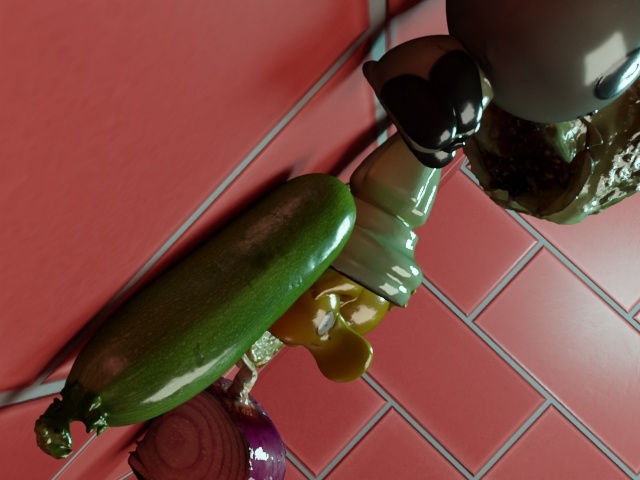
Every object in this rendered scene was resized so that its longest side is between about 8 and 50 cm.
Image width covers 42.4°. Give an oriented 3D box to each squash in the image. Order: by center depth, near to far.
[{"bbox_3d":[-0.087,0.051,0.716,0.378,0.101,0.101,-39,170,-38],"label":"squash"}]

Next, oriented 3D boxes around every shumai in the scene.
[{"bbox_3d":[0.377,-0.203,1.425,0.348,0.395,0.395,-6,144,-47],"label":"shumai"}]

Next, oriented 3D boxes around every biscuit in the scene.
[{"bbox_3d":[-0.115,0.215,1.675,0.118,0.061,0.183,-48,174,25],"label":"biscuit"}]

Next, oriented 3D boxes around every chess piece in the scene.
[{"bbox_3d":[0.102,-0.083,1.000,0.298,0.175,0.176,-60,174,-4],"label":"chess piece"}]

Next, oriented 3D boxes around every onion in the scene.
[{"bbox_3d":[-0.168,0.352,1.395,0.272,0.256,0.230,-26,162,14],"label":"onion"}]

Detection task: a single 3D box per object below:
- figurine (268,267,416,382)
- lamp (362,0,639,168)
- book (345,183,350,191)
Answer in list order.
[{"bbox_3d":[0.014,0.094,1.252,0.215,0.215,0.228,-51,-178,35],"label":"figurine"},{"bbox_3d":[0.161,-0.165,0.677,0.244,0.198,0.198,-38,174,6],"label":"lamp"},{"bbox_3d":[0.007,-0.035,1.158,0.118,0.012,0.172,-49,173,21],"label":"book"}]
